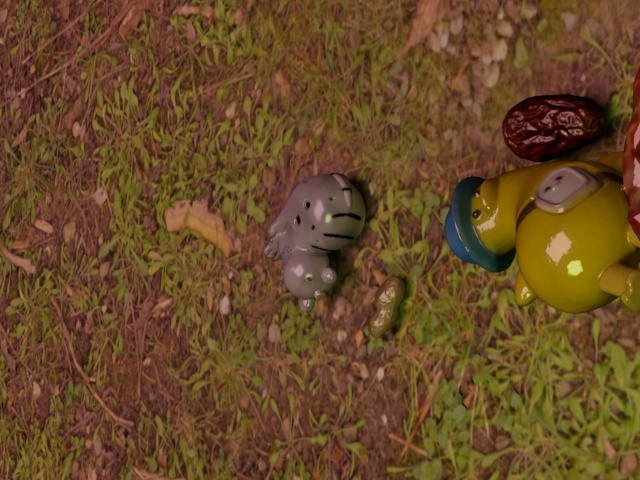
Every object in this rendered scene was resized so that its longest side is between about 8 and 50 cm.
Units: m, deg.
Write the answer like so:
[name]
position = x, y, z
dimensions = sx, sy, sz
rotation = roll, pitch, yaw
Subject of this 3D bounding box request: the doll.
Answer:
[doll]
position = 0.261, -0.016, 1.880
dimensions = 0.199, 0.145, 0.363
rotation = -55, 31, -6

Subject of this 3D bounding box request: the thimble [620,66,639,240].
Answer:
[thimble]
position = 0.457, -0.080, 1.535
dimensions = 0.350, 0.230, 0.350
rotation = -4, 85, 52

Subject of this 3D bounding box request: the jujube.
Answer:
[jujube]
position = 0.257, -0.126, 1.916
dimensions = 0.129, 0.077, 0.077
rotation = -7, 84, 53

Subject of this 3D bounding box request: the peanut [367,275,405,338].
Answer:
[peanut]
position = 0.084, 0.084, 2.172
dimensions = 0.037, 0.037, 0.083
rotation = 25, 100, 50

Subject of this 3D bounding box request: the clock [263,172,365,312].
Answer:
[clock]
position = 0.001, 0.000, 2.245
dimensions = 0.176, 0.080, 0.117
rotation = -56, 48, 36
